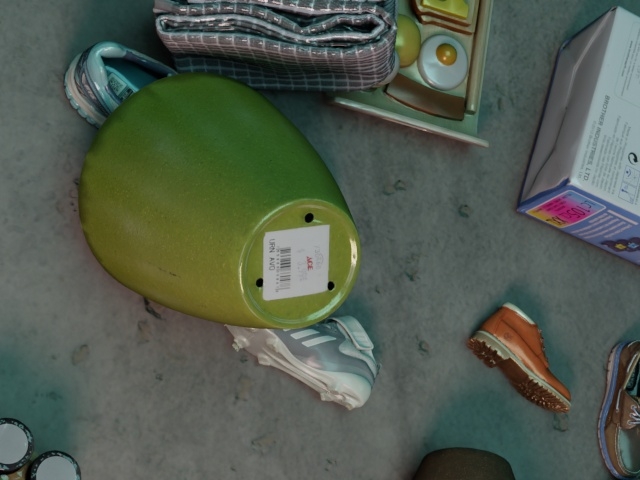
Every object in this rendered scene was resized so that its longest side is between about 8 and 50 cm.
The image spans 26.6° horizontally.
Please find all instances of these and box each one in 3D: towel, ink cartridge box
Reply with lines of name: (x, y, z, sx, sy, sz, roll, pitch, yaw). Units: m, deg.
towel: (-0.051, -0.244, 1.563, 0.283, 0.235, 0.121, 2, 88, 3)
ink cartridge box: (0.492, -0.096, 1.809, 0.395, 0.151, 0.270, 23, 72, -13)

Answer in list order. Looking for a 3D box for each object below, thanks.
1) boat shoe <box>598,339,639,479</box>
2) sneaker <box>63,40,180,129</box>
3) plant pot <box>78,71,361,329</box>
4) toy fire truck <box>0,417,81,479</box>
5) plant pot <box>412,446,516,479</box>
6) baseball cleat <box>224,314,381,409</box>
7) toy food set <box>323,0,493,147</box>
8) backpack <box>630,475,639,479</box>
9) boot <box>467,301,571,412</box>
boat shoe: (0.404, 0.218, 1.751, 0.066, 0.066, 0.183, 8, 76, -19)
sneaker: (-0.169, -0.136, 1.589, 0.283, 0.122, 0.110, 30, 70, -12)
plant pot: (-0.085, -0.016, 1.449, 0.274, 0.293, 0.275, -9, 112, -25)
toy fire truck: (-0.404, 0.300, 1.408, 0.217, 0.158, 0.246, 37, 58, -10)
plant pot: (0.164, 0.368, 1.573, 0.215, 0.215, 0.230, 17, 58, -16)
baseball cleat: (-0.020, 0.118, 1.627, 0.206, 0.072, 0.109, 37, 55, -14)
toy food set: (0.136, -0.286, 1.751, 0.219, 0.092, 0.306, 14, 74, -17)
backpack: (0.399, 0.379, 1.684, 0.182, 0.115, 0.152, -44, 98, -17)
boot: (0.271, 0.149, 1.725, 0.158, 0.059, 0.084, 43, 63, -5)
